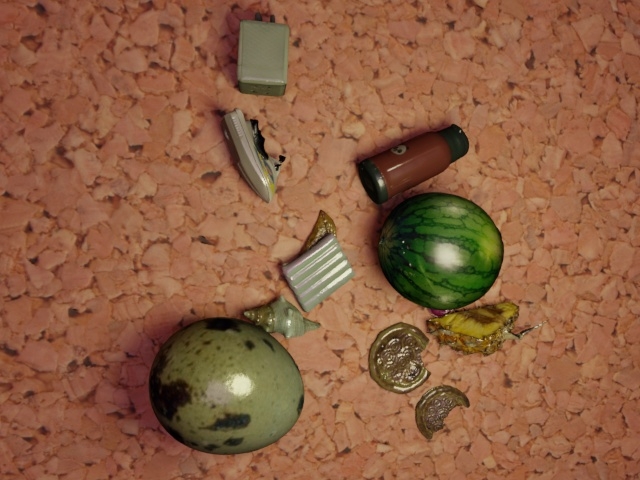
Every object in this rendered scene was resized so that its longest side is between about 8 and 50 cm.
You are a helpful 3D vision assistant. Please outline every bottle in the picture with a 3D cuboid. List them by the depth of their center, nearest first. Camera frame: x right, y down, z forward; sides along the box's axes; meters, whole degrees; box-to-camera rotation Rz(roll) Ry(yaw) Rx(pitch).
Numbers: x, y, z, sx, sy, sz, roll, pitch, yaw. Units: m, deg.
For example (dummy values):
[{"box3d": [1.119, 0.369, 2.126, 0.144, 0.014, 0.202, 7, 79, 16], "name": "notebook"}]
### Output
[{"box3d": [0.291, -0.241, 1.308, 0.335, 0.144, 0.144, -26, 97, -6], "name": "bottle"}]

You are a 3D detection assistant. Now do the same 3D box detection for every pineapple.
[{"box3d": [0.520, 0.309, 1.364, 0.334, 0.158, 0.161, -11, 110, -14], "name": "pineapple"}]

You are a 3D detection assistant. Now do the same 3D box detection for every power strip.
[{"box3d": [-0.161, -0.540, 1.225, 0.138, 0.140, 0.225, 2, 94, -7], "name": "power strip"}]

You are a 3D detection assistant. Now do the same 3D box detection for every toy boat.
[{"box3d": [-0.188, -0.247, 1.249, 0.140, 0.141, 0.270, -36, 100, -5], "name": "toy boat"}]

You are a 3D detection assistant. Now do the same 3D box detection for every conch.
[{"box3d": [-0.109, 0.229, 1.283, 0.233, 0.137, 0.115, 7, 109, -3], "name": "conch"}]

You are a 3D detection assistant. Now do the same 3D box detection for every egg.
[{"box3d": [-0.241, 0.391, 1.171, 0.427, 0.345, 0.346, 20, 91, -19], "name": "egg"}]

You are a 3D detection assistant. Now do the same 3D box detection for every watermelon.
[{"box3d": [0.338, 0.031, 1.241, 0.362, 0.363, 0.364, -1, 94, -8], "name": "watermelon"}]

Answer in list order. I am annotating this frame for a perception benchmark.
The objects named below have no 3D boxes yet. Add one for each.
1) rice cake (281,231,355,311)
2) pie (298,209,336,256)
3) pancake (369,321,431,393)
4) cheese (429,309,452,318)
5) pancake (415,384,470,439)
[{"box3d": [-0.005, 0.099, 1.321, 0.198, 0.037, 0.190, -30, 114, -7], "name": "rice cake"}, {"box3d": [0.000, 0.000, 1.338, 0.092, 0.034, 0.170, 30, 83, -6], "name": "pie"}, {"box3d": [0.260, 0.385, 1.403, 0.211, 0.029, 0.236, -10, 93, -7], "name": "pancake"}, {"box3d": [0.397, 0.226, 1.408, 0.095, 0.038, 0.145, -9, 101, -6], "name": "cheese"}, {"box3d": [0.404, 0.576, 1.441, 0.184, 0.020, 0.191, 17, 91, -10], "name": "pancake"}]
